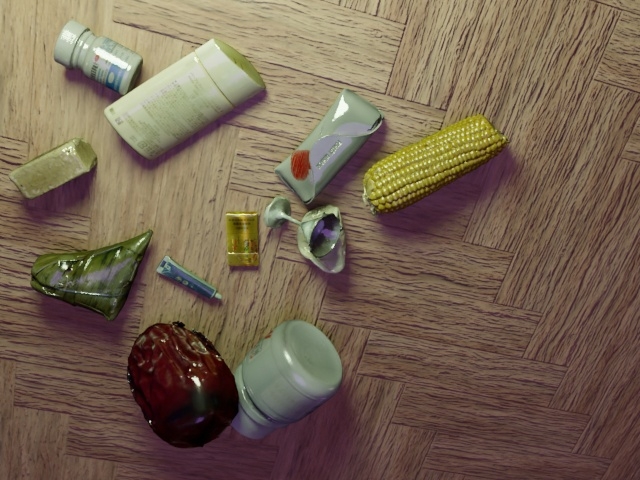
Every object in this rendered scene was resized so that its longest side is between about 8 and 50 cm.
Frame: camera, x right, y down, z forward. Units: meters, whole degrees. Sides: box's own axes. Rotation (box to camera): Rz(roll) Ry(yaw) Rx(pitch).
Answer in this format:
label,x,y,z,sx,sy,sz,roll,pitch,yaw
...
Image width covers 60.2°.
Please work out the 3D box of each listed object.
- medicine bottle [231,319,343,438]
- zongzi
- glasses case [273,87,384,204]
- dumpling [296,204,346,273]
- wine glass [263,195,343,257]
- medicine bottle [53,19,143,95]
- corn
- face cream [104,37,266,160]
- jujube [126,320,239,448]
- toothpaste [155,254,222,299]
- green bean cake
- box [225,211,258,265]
label,x,y,z,sx,sy,sz,roll,pitch,yaw
medicine bottle,-0.115,0.397,1.561,0.245,0.245,0.306,39,115,-19
zongzi,-0.598,0.047,1.438,0.250,0.125,0.275,22,108,-21
glasses case,0.018,-0.231,1.379,0.128,0.083,0.308,37,106,-19
dumpling,0.000,0.002,1.476,0.133,0.100,0.170,-6,113,11
wine glass,-0.049,-0.041,1.403,0.122,0.182,0.122,-27,129,-38
medicine bottle,-0.499,-0.410,1.251,0.168,0.105,0.105,25,110,-14
corn,0.277,-0.194,1.387,0.387,0.144,0.144,-31,112,6
face cream,-0.315,-0.333,1.299,0.348,0.081,0.173,-30,137,9
jujube,-0.369,0.385,1.484,0.258,0.376,0.259,-19,126,-28
toothpaste,-0.358,0.111,1.532,0.197,0.035,0.057,33,102,-14
green bean cake,-0.645,-0.177,1.342,0.179,0.109,0.085,-24,112,7
box,-0.211,-0.003,1.497,0.088,0.022,0.157,2,114,-4
